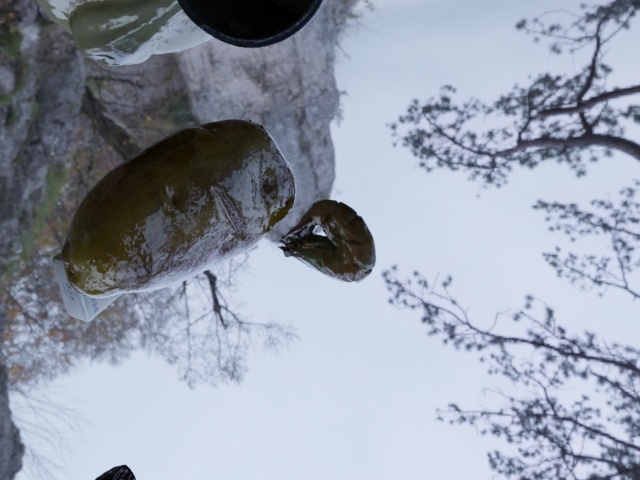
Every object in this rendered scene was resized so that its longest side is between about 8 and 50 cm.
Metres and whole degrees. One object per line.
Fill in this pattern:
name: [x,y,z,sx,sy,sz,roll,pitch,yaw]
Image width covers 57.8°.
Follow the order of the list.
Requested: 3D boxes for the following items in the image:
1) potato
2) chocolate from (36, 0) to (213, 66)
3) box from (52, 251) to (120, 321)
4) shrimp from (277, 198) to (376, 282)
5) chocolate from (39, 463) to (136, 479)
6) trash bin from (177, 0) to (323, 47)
potato: [-0.185,-0.047,0.801,0.176,0.195,0.369,47,-135,9]
chocolate: [-0.251,-0.414,0.807,0.314,0.297,0.326,-1,159,-23]
box: [-0.493,0.049,1.361,0.071,0.168,0.259,15,-144,21]
shrimp: [0.000,0.000,1.025,0.061,0.145,0.267,-20,-167,-30]
chocolate: [-0.330,0.356,0.802,0.072,0.070,0.147,35,-162,33]
trash bin: [-0.064,-0.306,0.666,0.175,0.176,0.161,-8,-167,10]
